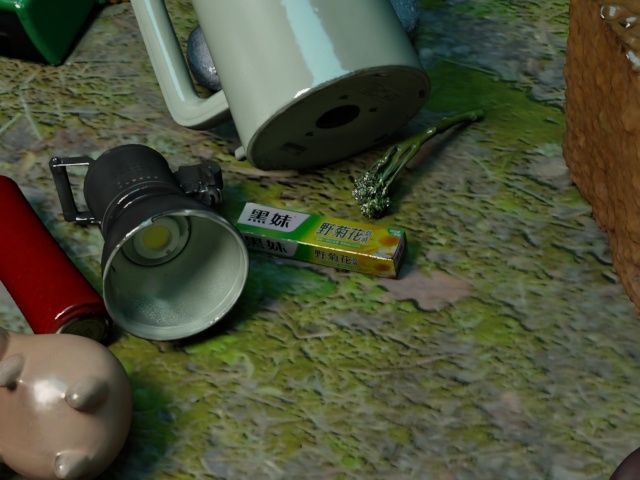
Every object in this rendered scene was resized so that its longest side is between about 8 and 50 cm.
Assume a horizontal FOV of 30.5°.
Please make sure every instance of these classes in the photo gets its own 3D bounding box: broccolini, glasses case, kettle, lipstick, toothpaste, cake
[{"bbox_3d":[0.107,-0.096,1.258,0.194,0.052,0.054,-37,58,-19],"label":"broccolini"},{"bbox_3d":[-0.022,-0.248,1.395,0.282,0.067,0.109,-15,49,1],"label":"glasses case"},{"bbox_3d":[-0.049,-0.243,1.274,0.205,0.265,0.318,-12,71,-32],"label":"kettle"},{"bbox_3d":[-0.302,0.024,1.225,0.080,0.080,0.241,-32,53,-15],"label":"lipstick"},{"bbox_3d":[0.000,0.000,1.211,0.178,0.037,0.043,11,56,19],"label":"toothpaste"},{"bbox_3d":[0.393,-0.121,1.097,0.290,0.256,0.282,-13,48,-5],"label":"cake"}]

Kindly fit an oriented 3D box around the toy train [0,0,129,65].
[{"bbox_3d":[-0.424,-0.366,1.513,0.429,0.178,0.249,12,66,20],"label":"toy train"}]

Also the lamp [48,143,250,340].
[{"bbox_3d":[-0.169,-0.024,1.203,0.172,0.147,0.227,-18,37,-12],"label":"lamp"}]

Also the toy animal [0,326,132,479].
[{"bbox_3d":[-0.292,0.139,1.079,0.250,0.154,0.167,14,89,12],"label":"toy animal"}]

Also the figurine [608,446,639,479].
[{"bbox_3d":[0.300,0.312,0.844,0.218,0.206,0.365,-4,73,38],"label":"figurine"}]
